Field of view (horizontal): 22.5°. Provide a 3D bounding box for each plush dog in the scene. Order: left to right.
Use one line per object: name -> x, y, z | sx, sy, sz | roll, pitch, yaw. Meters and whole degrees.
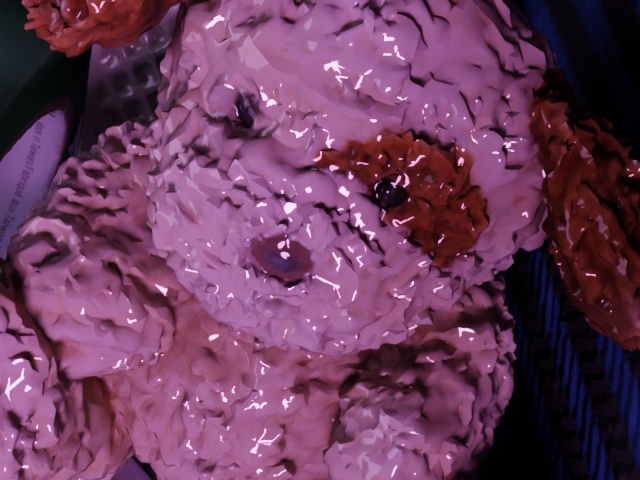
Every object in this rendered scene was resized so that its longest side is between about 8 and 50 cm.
plush dog -> 0.000, 0.000, 0.541 | 0.225, 0.262, 0.210 | -65, -5, 36

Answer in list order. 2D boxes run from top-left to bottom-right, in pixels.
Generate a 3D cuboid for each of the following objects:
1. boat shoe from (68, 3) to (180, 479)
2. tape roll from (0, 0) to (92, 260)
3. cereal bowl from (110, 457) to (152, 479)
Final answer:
boat shoe -> -0.060, 0.007, 0.796 | 0.156, 0.187, 0.500 | -54, -12, -56
tape roll -> -0.209, 0.019, 0.776 | 0.321, 0.077, 0.321 | -62, 2, 3
cereal bowl -> -0.118, 0.231, 0.638 | 0.339, 0.141, 0.339 | 57, -171, -15
